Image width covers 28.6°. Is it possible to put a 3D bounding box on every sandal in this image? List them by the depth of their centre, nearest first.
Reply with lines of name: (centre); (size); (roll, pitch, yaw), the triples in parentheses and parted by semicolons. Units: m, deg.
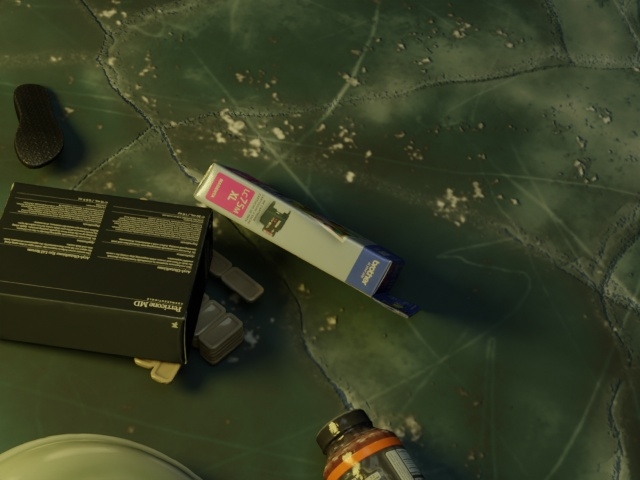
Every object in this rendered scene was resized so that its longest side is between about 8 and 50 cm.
sandal: (-0.397, -0.154, 1.755); (0.067, 0.040, 0.179); (0, 41, -18)

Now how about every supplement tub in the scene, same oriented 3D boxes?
supplement tub: (0.073, 0.299, 1.490); (0.106, 0.106, 0.198); (-22, 62, -24)

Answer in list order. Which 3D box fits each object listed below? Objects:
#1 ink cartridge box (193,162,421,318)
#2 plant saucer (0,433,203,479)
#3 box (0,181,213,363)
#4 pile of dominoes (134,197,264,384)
ink cartridge box: (0.000, 0.000, 1.639); (0.311, 0.186, 0.065); (31, 94, 9)
plant saucer: (-0.213, 0.370, 1.314); (0.401, 0.100, 0.400); (19, 48, -22)
box: (-0.279, 0.040, 1.575); (0.261, 0.103, 0.184); (8, 47, 2)
pile of dominoes: (-0.216, 0.072, 1.646); (0.251, 0.040, 0.196); (36, 57, 24)
